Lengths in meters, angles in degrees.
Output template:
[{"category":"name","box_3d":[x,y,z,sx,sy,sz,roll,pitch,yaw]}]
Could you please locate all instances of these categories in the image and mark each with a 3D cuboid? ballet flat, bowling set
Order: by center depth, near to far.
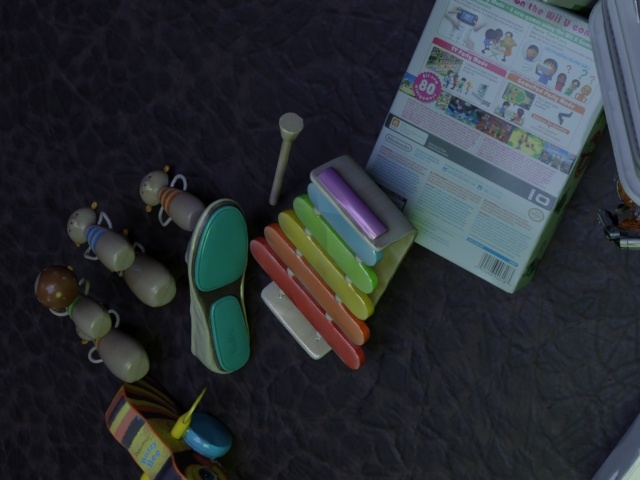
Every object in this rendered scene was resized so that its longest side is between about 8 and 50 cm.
[{"category":"ballet flat","box_3d":[-0.137,0.052,1.644,0.086,0.086,0.248,14,119,24]},{"category":"bowling set","box_3d":[-0.288,0.027,1.666,0.154,0.200,0.287,35,104,44]}]

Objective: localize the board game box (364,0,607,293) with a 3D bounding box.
[{"category":"board game box","box_3d":[0.195,-0.128,1.474,0.224,0.097,0.303,30,109,19]}]

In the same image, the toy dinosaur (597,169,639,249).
[{"category":"toy dinosaur","box_3d":[0.398,-0.001,1.297,0.218,0.164,0.322,-9,47,-2]}]

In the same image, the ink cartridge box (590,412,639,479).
[{"category":"ink cartridge box","box_3d":[0.397,0.311,1.379,0.237,0.100,0.172,30,109,-2]}]

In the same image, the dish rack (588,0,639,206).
[{"category":"dish rack","box_3d":[0.436,-0.182,1.257,0.332,0.072,0.286,-10,58,11]}]

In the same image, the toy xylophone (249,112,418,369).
[{"category":"toy xylophone","box_3d":[0.000,0.000,1.525,0.236,0.081,0.323,45,151,21]}]

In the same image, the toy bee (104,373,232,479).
[{"category":"toy bee","box_3d":[-0.173,0.278,1.663,0.298,0.162,0.195,18,101,23]}]

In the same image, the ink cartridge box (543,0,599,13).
[{"category":"ink cartridge box","box_3d":[0.212,-0.380,1.378,0.117,0.201,0.278,-45,76,23]}]
